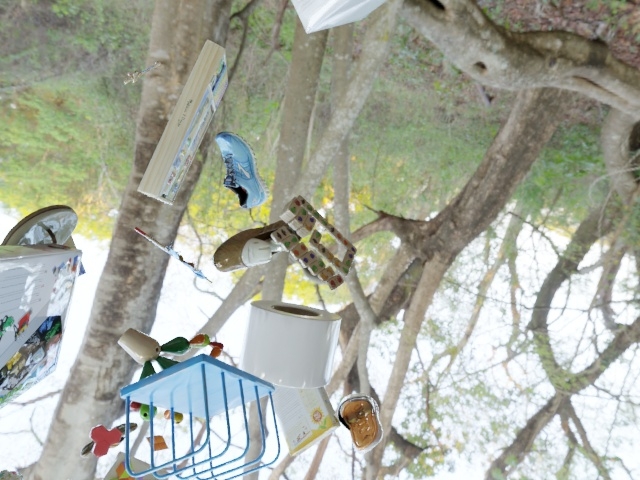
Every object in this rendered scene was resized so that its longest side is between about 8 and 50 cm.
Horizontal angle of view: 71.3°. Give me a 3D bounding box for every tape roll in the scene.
[{"bbox_3d":[-0.079,0.261,1.157,0.246,0.169,0.246,11,178,0],"label":"tape roll"}]

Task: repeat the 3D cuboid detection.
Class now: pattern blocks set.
[{"bbox_3d":[-0.510,0.668,1.202,0.324,0.286,0.026,34,148,-31],"label":"pattern blocks set"}]

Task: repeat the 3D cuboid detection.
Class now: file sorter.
[{"bbox_3d":[-0.139,0.229,0.551,0.170,0.118,0.105,49,-160,-53],"label":"file sorter"}]

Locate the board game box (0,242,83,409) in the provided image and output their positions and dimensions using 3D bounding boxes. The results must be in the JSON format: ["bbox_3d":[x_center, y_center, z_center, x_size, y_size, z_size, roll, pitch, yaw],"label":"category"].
[{"bbox_3d":[-0.382,0.105,0.527,0.053,0.193,0.305,13,179,-8],"label":"board game box"}]

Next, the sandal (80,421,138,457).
[{"bbox_3d":[-0.673,0.646,1.436,0.180,0.049,0.072,-28,-164,-22],"label":"sandal"}]

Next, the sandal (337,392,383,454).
[{"bbox_3d":[0.091,0.423,1.095,0.076,0.102,0.265,55,175,-2],"label":"sandal"}]

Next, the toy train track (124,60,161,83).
[{"bbox_3d":[-0.362,-0.343,0.900,0.083,0.014,0.048,-39,-167,-20],"label":"toy train track"}]

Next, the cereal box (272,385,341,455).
[{"bbox_3d":[-0.059,0.480,1.323,0.047,0.173,0.240,28,-152,-49],"label":"cereal box"}]

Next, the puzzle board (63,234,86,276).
[{"bbox_3d":[-0.633,0.036,1.106,0.011,0.128,0.096,-15,-170,4],"label":"puzzle board"}]

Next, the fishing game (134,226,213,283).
[{"bbox_3d":[-0.385,0.043,1.230,0.189,0.041,0.264,29,166,26],"label":"fishing game"}]

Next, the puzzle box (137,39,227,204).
[{"bbox_3d":[-0.356,-0.294,1.199,0.052,0.409,0.272,24,177,-11],"label":"puzzle box"}]

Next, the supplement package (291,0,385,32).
[{"bbox_3d":[0.041,-0.408,0.543,0.194,0.203,0.149,-16,-163,44],"label":"supplement package"}]

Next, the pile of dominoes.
[{"bbox_3d":[0.000,0.000,1.160,0.251,0.040,0.196,42,-140,-17],"label":"pile of dominoes"}]

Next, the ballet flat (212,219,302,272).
[{"bbox_3d":[-0.172,0.018,1.379,0.124,0.116,0.342,12,-160,32],"label":"ballet flat"}]

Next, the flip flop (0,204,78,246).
[{"bbox_3d":[-0.517,0.051,0.767,0.080,0.112,0.277,26,-129,5],"label":"flip flop"}]

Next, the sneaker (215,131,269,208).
[{"bbox_3d":[-0.163,-0.136,0.878,0.063,0.162,0.073,-8,-156,49],"label":"sneaker"}]

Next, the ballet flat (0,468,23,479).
[{"bbox_3d":[-0.609,0.562,0.834,0.091,0.241,0.077,-10,170,9],"label":"ballet flat"}]

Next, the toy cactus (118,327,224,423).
[{"bbox_3d":[-0.291,0.231,0.833,0.180,0.112,0.219,37,-139,-2],"label":"toy cactus"}]
